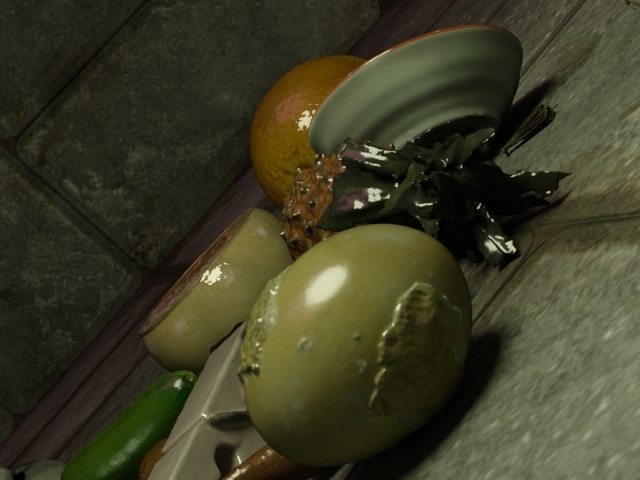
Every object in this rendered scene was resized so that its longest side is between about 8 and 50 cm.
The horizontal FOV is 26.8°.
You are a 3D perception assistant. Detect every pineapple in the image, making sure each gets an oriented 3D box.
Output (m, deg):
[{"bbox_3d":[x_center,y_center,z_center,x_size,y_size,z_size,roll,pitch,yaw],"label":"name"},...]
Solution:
[{"bbox_3d":[0.079,-0.040,1.286,0.165,0.165,0.364,-51,11,-18],"label":"pineapple"}]

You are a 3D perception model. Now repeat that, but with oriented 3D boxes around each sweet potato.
[{"bbox_3d":[0.022,0.129,1.133,0.281,0.059,0.067,-50,-30,-14],"label":"sweet potato"}]

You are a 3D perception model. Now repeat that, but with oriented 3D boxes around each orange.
[{"bbox_3d":[0.021,-0.128,1.714,0.236,0.236,0.236,-46,10,10],"label":"orange"}]

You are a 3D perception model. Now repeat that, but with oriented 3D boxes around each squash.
[{"bbox_3d":[-0.233,0.254,1.703,0.292,0.082,0.082,-43,10,35],"label":"squash"}]

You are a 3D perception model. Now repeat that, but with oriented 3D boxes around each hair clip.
[{"bbox_3d":[-0.085,0.184,1.237,0.085,0.101,0.331,-38,10,23],"label":"hair clip"}]

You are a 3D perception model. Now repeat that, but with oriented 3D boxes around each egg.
[{"bbox_3d":[0.028,0.080,1.021,0.201,0.164,0.164,-49,9,-1],"label":"egg"}]

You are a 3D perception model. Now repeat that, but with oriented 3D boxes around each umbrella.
[{"bbox_3d":[0.219,-0.118,1.411,0.083,0.020,0.031,-48,7,31],"label":"umbrella"}]

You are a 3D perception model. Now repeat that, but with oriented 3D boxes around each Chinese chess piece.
[{"bbox_3d":[-0.138,0.077,1.922,0.270,0.112,0.270,-46,8,9],"label":"Chinese chess piece"}]

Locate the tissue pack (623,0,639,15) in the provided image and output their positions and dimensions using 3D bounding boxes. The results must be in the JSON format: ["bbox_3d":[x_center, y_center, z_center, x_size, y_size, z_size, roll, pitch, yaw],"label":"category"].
[{"bbox_3d":[0.355,-0.264,1.066,0.242,0.125,0.344,-45,10,12],"label":"tissue pack"}]

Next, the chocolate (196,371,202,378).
[{"bbox_3d":[-0.155,0.194,1.745,0.182,0.028,0.086,-32,21,36],"label":"chocolate"}]

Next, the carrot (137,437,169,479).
[{"bbox_3d":[-0.131,0.260,1.286,0.078,0.078,0.298,-48,14,-1],"label":"carrot"}]

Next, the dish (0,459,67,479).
[{"bbox_3d":[-0.437,0.400,1.848,0.303,0.120,0.303,-50,11,13],"label":"dish"}]

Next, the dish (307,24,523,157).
[{"bbox_3d":[0.121,-0.127,1.492,0.260,0.085,0.260,-19,-22,-8],"label":"dish"}]
